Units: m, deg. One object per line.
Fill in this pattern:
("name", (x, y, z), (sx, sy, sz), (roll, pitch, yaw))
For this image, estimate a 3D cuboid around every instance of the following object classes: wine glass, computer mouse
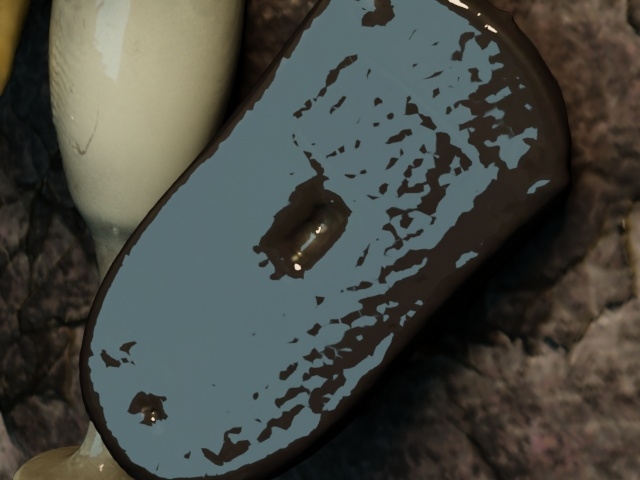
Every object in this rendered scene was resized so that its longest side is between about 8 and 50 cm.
("wine glass", (-0.165, -0.032, 0.813), (0.264, 0.096, 0.309), (19, 112, 32))
("computer mouse", (0.000, 0.000, 0.688), (0.137, 0.086, 0.269), (42, 107, 4))

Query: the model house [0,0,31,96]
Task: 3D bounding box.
("model house", (-0.228, -0.205, 0.726), (0.267, 0.194, 0.325), (-39, 61, 38))
